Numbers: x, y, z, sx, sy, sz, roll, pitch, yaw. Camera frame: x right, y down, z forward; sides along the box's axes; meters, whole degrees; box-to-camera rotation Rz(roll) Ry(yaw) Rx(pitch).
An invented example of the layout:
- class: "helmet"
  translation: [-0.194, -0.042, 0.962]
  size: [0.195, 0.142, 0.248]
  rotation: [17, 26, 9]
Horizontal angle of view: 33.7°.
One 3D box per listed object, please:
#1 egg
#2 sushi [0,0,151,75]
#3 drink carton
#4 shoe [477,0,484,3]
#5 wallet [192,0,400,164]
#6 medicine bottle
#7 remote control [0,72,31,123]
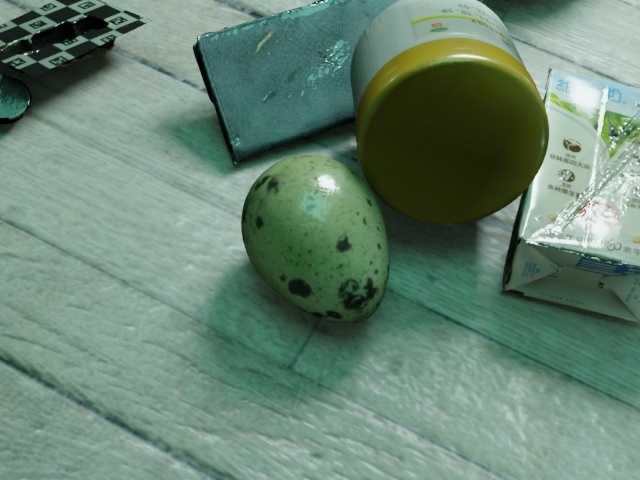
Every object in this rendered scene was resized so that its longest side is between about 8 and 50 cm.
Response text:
- class: "egg"
  translation: [0.000, 0.000, 1.326]
  size: [0.177, 0.177, 0.228]
  rotation: [-29, 77, -22]
- class: "sushi"
  translation: [-0.386, -0.288, 1.565]
  size: [0.192, 0.051, 0.215]
  rotation: [26, 47, 35]
- class: "drink carton"
  translation: [0.369, -0.063, 1.424]
  size: [0.194, 0.132, 0.325]
  rotation: [14, 54, 6]
- class: "shoe"
  translation: [0.092, -0.415, 1.657]
  size: [0.336, 0.132, 0.171]
  rotation: [27, 67, 10]
- class: "wallet"
  translation: [0.019, -0.256, 1.525]
  size: [0.378, 0.046, 0.191]
  rotation: [-20, 92, -14]
- class: "medicine bottle"
  translation: [0.161, -0.178, 1.386]
  size: [0.237, 0.238, 0.232]
  rotation: [2, 35, -3]
- class: "remote control"
  translation: [-0.541, -0.211, 1.501]
  size: [0.265, 0.066, 0.090]
  rotation: [12, 69, -1]
